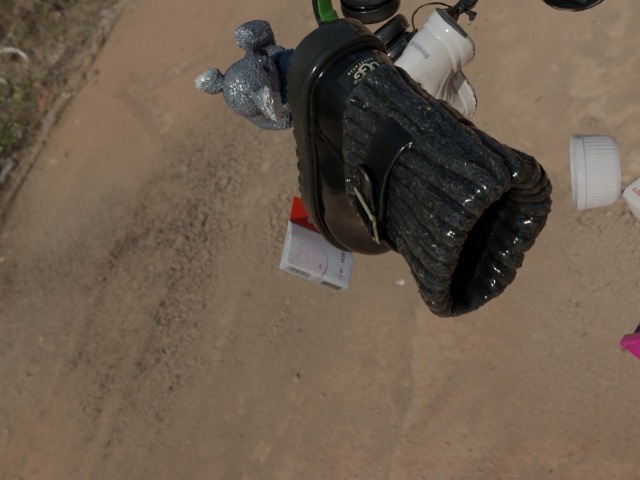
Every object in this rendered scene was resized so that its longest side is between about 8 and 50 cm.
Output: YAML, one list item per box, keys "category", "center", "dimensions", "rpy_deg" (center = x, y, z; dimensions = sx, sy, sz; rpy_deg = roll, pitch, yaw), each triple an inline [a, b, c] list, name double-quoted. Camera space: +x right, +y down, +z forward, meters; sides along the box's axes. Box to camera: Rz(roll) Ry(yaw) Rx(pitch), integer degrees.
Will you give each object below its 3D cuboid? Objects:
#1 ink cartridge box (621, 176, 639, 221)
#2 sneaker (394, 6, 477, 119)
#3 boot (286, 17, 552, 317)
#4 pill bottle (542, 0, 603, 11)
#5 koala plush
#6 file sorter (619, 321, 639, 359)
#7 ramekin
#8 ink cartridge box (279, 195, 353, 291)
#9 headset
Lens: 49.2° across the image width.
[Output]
- category: "ink cartridge box"
  center: [0.954, -0.132, 1.780]
  dimensions: [0.283, 0.117, 0.207]
  rpy_deg: [-40, 30, 12]
- category: "sneaker"
  center: [0.175, -0.252, 1.138]
  dimensions: [0.129, 0.297, 0.111]
  rpy_deg: [-40, 66, 0]
- category: "boot"
  center: [0.090, -0.025, 0.698]
  dimensions: [0.131, 0.348, 0.260]
  rpy_deg: [-37, 59, -8]
- category: "pill bottle"
  center: [0.376, -0.402, 0.982]
  dimensions: [0.122, 0.123, 0.219]
  rpy_deg: [-13, 19, 36]
- category: "koala plush"
  center: [-0.115, -0.291, 1.328]
  dimensions: [0.221, 0.196, 0.203]
  rpy_deg: [-45, -23, -63]
- category: "file sorter"
  center: [0.662, 0.167, 1.055]
  dimensions: [0.182, 0.290, 0.202]
  rpy_deg: [-51, -2, -16]
- category: "ramekin"
  center: [0.727, -0.184, 1.853]
  dimensions: [0.109, 0.207, 0.207]
  rpy_deg: [-4, 55, 16]
- category: "ink cartridge box"
  center: [0.000, 0.000, 1.850]
  dimensions: [0.066, 0.189, 0.232]
  rpy_deg: [-36, 37, 56]
- category: "headset"
  center: [0.144, -0.475, 1.466]
  dimensions: [0.185, 0.243, 0.394]
  rpy_deg: [-41, 34, -19]
